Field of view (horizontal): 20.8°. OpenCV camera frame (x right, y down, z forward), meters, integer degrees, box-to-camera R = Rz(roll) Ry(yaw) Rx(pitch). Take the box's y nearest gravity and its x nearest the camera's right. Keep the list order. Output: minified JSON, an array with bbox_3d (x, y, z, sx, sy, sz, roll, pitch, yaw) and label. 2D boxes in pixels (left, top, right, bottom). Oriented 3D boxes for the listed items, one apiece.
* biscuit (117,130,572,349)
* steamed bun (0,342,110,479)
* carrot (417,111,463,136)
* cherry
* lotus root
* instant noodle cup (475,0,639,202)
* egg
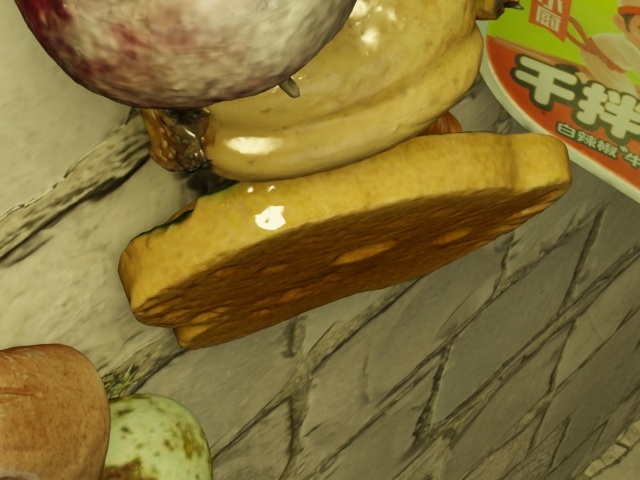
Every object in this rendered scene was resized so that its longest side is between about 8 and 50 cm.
[{"bbox_3d":[-0.001,-0.002,1.207,0.344,0.057,0.287,-9,163,-43],"label":"biscuit"},{"bbox_3d":[-0.218,0.149,1.093,0.175,0.106,0.145,-52,158,21],"label":"steamed bun"},{"bbox_3d":[0.052,-0.080,1.276,0.087,0.087,0.193,-49,165,2],"label":"carrot"},{"bbox_3d":[-0.055,-0.158,0.770,0.195,0.195,0.195,-41,159,-19],"label":"cherry"},{"bbox_3d":[0.004,-0.122,1.013,0.257,0.140,0.154,-29,125,-26],"label":"lotus root"},{"bbox_3d":[0.309,-0.218,1.331,0.308,0.294,0.294,-48,162,-25],"label":"instant noodle cup"},{"bbox_3d":[-0.164,0.212,1.237,0.231,0.169,0.169,-54,162,-11],"label":"egg"}]
